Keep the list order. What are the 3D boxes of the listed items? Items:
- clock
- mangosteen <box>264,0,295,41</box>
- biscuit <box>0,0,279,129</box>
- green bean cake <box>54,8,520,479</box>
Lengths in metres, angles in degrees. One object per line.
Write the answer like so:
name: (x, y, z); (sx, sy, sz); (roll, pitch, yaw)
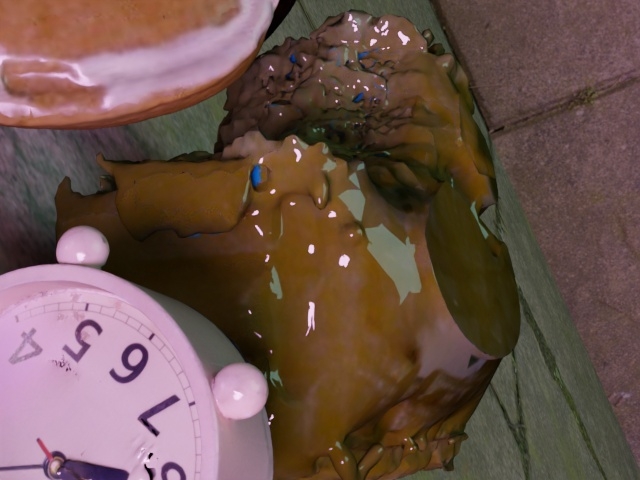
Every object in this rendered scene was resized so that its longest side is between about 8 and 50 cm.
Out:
clock: (-0.094, 0.086, 0.518); (0.229, 0.155, 0.063); (37, 1, 24)
mangosteen: (-0.092, -0.183, 0.824); (0.230, 0.194, 0.194); (35, 36, -80)
biscuit: (-0.113, -0.219, 0.673); (0.057, 0.287, 0.344); (131, -50, -66)
green bean cake: (0.000, 0.000, 0.753); (0.310, 0.202, 0.285); (11, 77, -68)
